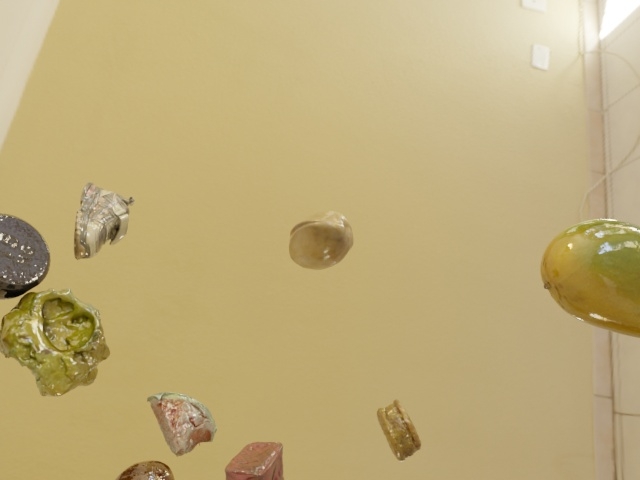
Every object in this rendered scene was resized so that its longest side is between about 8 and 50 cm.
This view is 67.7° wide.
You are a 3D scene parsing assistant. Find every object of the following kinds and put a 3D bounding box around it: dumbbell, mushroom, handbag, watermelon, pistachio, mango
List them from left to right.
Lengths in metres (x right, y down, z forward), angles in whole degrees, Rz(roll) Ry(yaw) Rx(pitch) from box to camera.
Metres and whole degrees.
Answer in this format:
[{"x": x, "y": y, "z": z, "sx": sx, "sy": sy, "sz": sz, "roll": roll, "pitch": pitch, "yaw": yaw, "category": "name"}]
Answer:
[{"x": -0.848, "y": 0.082, "z": 1.170, "sx": 0.322, "sy": 0.204, "sz": 0.204, "roll": -25, "pitch": 39, "yaw": 22, "category": "dumbbell"}, {"x": -0.310, "y": 0.442, "z": 0.817, "sx": 0.127, "sy": 0.127, "sz": 0.087, "roll": -88, "pitch": -14, "yaw": -53, "category": "mushroom"}, {"x": -0.281, "y": 0.390, "z": 1.009, "sx": 0.071, "sy": 0.187, "sz": 0.139, "roll": -40, "pitch": 27, "yaw": 9, "category": "watermelon"}, {"x": -0.199, "y": 0.720, "z": 1.459, "sx": 0.225, "sy": 0.146, "sz": 0.136, "roll": -10, "pitch": -80, "yaw": -74, "category": "handbag"}, {"x": 0.000, "y": 0.000, "z": 1.415, "sx": 0.293, "sy": 0.181, "sz": 0.162, "roll": 151, "pitch": 132, "yaw": -66, "category": "pistachio"}, {"x": 0.447, "y": 0.061, "z": 0.677, "sx": 0.157, "sy": 0.250, "sz": 0.114, "roll": -63, "pitch": -15, "yaw": -14, "category": "mango"}]

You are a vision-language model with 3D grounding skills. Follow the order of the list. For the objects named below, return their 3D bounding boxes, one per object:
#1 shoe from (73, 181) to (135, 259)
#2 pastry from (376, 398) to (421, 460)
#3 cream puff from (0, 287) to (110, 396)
[{"x": -0.401, "y": -0.031, "z": 0.886, "sx": 0.180, "sy": 0.092, "sz": 0.089, "roll": -106, "pitch": 32, "yaw": -46, "category": "shoe"}, {"x": 0.267, "y": 0.650, "z": 1.641, "sx": 0.189, "sy": 0.103, "sz": 0.189, "roll": 156, "pitch": 90, "yaw": -85, "category": "pastry"}, {"x": -0.628, "y": 0.233, "z": 1.162, "sx": 0.282, "sy": 0.185, "sz": 0.282, "roll": 56, "pitch": -179, "yaw": -2, "category": "cream puff"}]
